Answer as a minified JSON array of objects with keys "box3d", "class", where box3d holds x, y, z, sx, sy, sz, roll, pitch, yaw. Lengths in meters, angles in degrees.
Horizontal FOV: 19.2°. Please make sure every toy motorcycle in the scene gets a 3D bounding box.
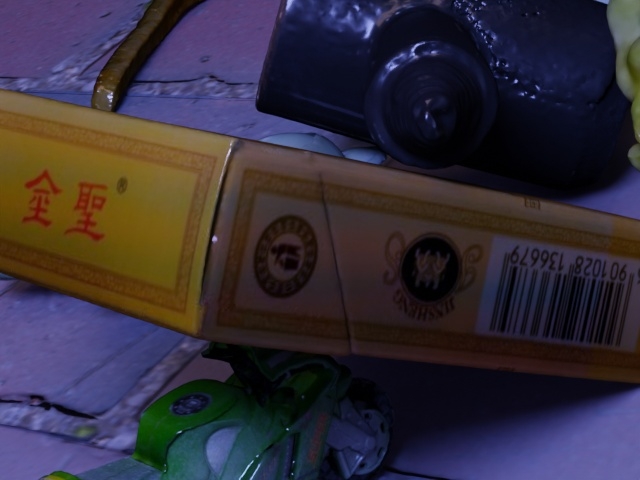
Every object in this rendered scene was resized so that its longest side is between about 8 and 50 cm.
[{"box3d":[-0.043,0.098,0.773,0.190,0.106,0.074,-35,31,-31],"class":"toy motorcycle"}]

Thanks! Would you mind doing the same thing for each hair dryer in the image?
[{"box3d":[0.066,-0.067,0.864,0.189,0.107,0.352,15,12,-2],"class":"hair dryer"}]

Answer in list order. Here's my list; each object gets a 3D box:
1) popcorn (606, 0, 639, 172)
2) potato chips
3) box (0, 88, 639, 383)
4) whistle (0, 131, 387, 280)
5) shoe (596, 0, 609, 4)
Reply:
[{"box3d":[0.257,-0.094,0.816,0.258,0.224,0.270,-31,24,-12],"class":"popcorn"},{"box3d":[-0.118,-0.146,1.342,0.037,0.026,0.204,9,36,19],"class":"potato chips"},{"box3d":[0.000,0.000,0.799,0.274,0.076,0.174,9,2,-45],"class":"box"},{"box3d":[-0.077,-0.006,1.021,0.236,0.077,0.114,-12,19,25],"class":"whistle"},{"box3d":[0.252,-0.222,1.146,0.363,0.131,0.160,-43,36,-25],"class":"shoe"}]
